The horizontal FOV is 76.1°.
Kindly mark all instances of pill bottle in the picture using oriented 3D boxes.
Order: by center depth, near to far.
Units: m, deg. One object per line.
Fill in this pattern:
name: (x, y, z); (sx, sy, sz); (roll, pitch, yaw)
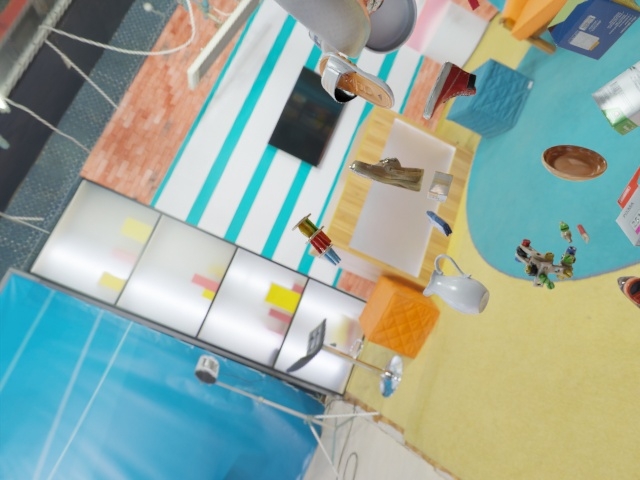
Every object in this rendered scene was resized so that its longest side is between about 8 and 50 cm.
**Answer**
pill bottle: (0.011, -0.754, 1.487); (0.169, 0.094, 0.094); (58, 135, 31)

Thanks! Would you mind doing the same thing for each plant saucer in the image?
plant saucer: (0.866, -0.263, 1.405); (0.200, 0.200, 0.037); (-74, -16, -44)

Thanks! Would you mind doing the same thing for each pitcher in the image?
pitcher: (0.484, 0.155, 1.444); (0.125, 0.207, 0.178); (-14, -62, -44)

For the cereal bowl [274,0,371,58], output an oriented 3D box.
cereal bowl: (0.005, -0.644, 1.075); (0.141, 0.339, 0.339); (-48, 16, 29)

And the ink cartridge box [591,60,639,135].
ink cartridge box: (0.977, -0.449, 1.242); (0.208, 0.087, 0.153); (-39, 49, 45)

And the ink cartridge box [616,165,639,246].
ink cartridge box: (0.954, -0.158, 1.184); (0.239, 0.060, 0.275); (-81, -3, -50)

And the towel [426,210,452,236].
towel: (0.437, -0.066, 1.506); (0.029, 0.067, 0.119); (-35, 36, 2)

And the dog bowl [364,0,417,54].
dog bowl: (0.248, -0.903, 1.653); (0.265, 0.265, 0.104); (-61, 19, 28)

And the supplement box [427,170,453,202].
supplement box: (0.397, -0.178, 1.357); (0.036, 0.062, 0.098); (84, -152, -57)

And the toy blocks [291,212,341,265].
toy blocks: (0.000, 0.000, 1.085); (0.054, 0.148, 0.123); (-44, 1, 14)

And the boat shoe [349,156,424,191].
boat shoe: (0.270, -0.284, 1.652); (0.121, 0.341, 0.110); (33, 110, 59)

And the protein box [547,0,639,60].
protein box: (1.025, -0.828, 1.541); (0.200, 0.201, 0.136); (119, 157, -53)

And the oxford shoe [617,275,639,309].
oxford shoe: (1.026, 0.199, 1.236); (0.097, 0.271, 0.098); (-47, -2, 13)

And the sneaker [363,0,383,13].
sneaker: (0.167, -0.815, 1.280); (0.145, 0.090, 0.270); (-46, -4, -24)

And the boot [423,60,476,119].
boot: (0.553, -0.604, 1.724); (0.088, 0.176, 0.244); (-99, 33, -78)

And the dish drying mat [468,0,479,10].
dish drying mat: (0.619, -0.985, 1.672); (0.032, 0.083, 0.008); (-32, 40, 26)

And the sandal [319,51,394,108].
sandal: (0.068, -0.389, 1.027); (0.076, 0.265, 0.102); (-41, -34, -14)

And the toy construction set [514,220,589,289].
toy construction set: (1.013, 0.084, 1.752); (0.309, 0.257, 0.237); (-57, 3, 32)
